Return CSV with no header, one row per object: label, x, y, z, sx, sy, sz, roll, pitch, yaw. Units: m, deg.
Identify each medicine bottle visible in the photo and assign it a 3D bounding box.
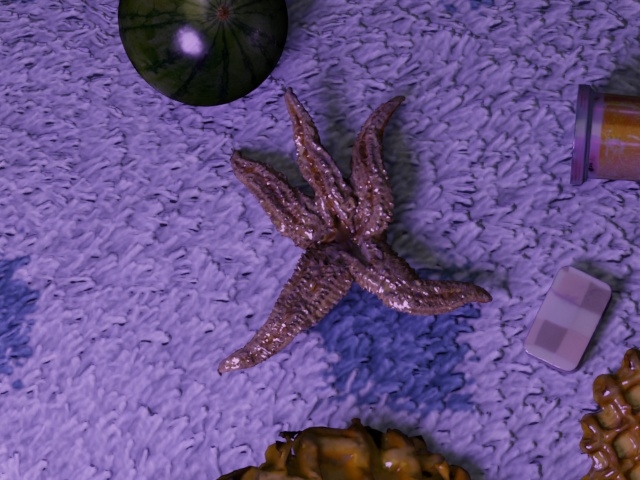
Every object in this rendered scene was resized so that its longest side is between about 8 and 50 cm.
medicine bottle,0.479,-0.098,1.844,0.426,0.108,0.108,4,78,9

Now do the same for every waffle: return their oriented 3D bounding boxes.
waffle,0.392,0.229,1.806,0.253,0.056,0.249,2,78,11
waffle,0.070,0.331,1.712,0.382,0.379,0.095,41,127,17

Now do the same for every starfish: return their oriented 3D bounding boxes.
starfish,0.000,-0.023,1.915,0.301,0.084,0.294,-17,71,1

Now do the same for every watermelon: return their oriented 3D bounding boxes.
watermelon,-0.131,-0.242,1.943,0.188,0.214,0.188,-1,94,-15

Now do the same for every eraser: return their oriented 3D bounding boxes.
eraser,0.264,0.085,1.875,0.065,0.026,0.105,26,82,17
